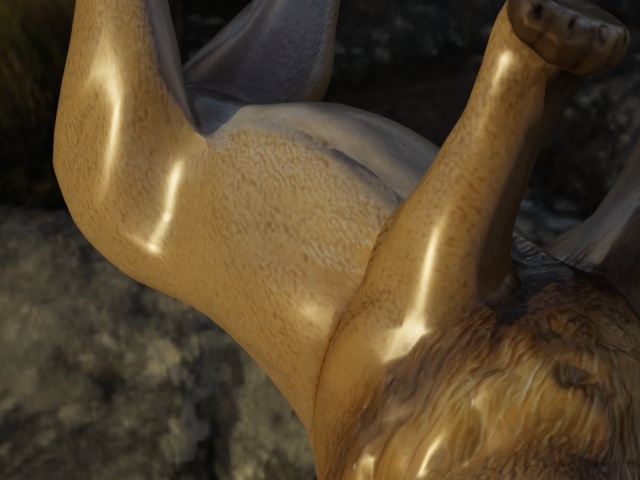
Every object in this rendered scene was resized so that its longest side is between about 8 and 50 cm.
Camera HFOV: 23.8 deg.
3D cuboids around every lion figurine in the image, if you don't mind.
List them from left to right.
[{"bbox_3d":[0.000,0.000,0.508,0.142,0.240,0.392,7,27,-36],"label":"lion figurine"}]
